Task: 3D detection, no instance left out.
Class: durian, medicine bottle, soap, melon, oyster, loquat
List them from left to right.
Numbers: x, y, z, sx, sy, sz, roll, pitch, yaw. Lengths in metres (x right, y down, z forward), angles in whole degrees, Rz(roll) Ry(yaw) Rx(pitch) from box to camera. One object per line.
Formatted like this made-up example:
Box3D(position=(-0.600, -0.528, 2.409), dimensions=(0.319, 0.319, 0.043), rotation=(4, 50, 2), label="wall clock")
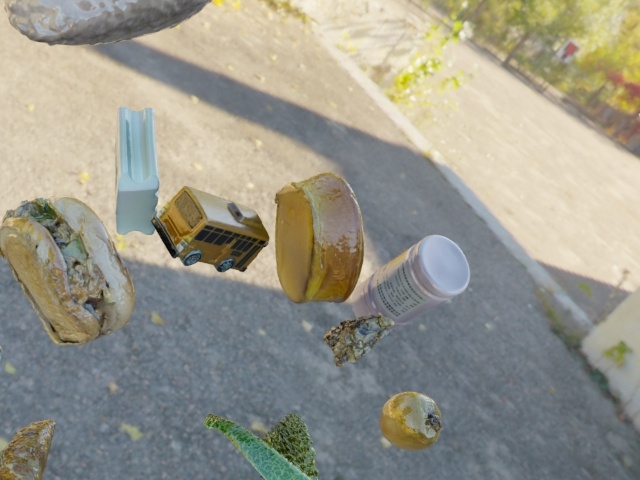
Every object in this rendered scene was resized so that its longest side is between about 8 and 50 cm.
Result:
Box3D(position=(-0.442, -0.169, 1.900), dimensions=(0.095, 0.173, 0.289), rotation=(1, 44, -16), label="soap")
Box3D(position=(-0.069, 0.332, 1.165), dimensions=(0.262, 0.053, 0.114), rotation=(38, -11, 17), label="melon")
Box3D(position=(-0.064, 0.413, 1.459), dimensions=(0.095, 0.137, 0.220), rotation=(-6, 43, -20), label="durian")
Box3D(position=(0.073, 0.179, 1.534), dimensions=(0.051, 0.148, 0.103), rotation=(53, 13, -38), label="oyster")
Box3D(position=(0.182, 0.096, 1.646), dimensions=(0.133, 0.250, 0.133), rotation=(15, 57, -25), label="medicine bottle")
Box3D(position=(0.218, 0.434, 1.913), dimensions=(0.163, 0.163, 0.137), rotation=(34, 43, -10), label="loquat")

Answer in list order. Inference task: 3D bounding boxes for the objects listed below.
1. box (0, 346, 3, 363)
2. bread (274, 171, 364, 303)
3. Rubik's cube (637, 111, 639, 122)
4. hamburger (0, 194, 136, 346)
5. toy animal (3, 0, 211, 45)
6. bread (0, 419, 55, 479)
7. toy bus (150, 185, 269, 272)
Box3D(position=(-0.663, 0.224, 1.324), dimensions=(0.163, 0.135, 0.243), rotation=(44, 65, -12), label="box")
Box3D(position=(0.000, 0.000, 1.546), dimensions=(0.143, 0.269, 0.195), rotation=(-9, 29, -27), label="bread")
Box3D(position=(0.623, -0.194, 1.376), dimensions=(0.092, 0.092, 0.092), rotation=(10, 62, -33), label="Rubik's cube")
Box3D(position=(-0.415, 0.047, 1.291), dimensions=(0.286, 0.243, 0.146), rotation=(38, 48, 27), label="hamburger")
Box3D(position=(-0.265, -0.372, 1.076), dimensions=(0.358, 0.188, 0.226), rotation=(-23, 36, -29), label="toy animal")
Box3D(position=(-0.486, 0.381, 1.288), dimensions=(0.076, 0.105, 0.233), rotation=(10, 39, -13), label="bread")
Box3D(position=(-0.184, -0.018, 1.393), dimensions=(0.098, 0.114, 0.201), rotation=(54, 19, 27), label="toy bus")
